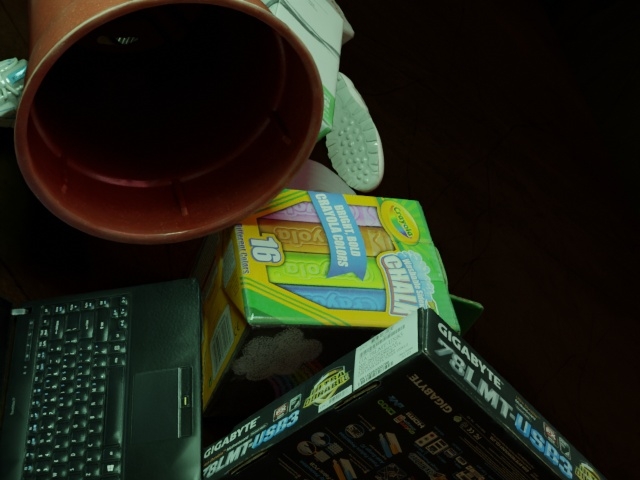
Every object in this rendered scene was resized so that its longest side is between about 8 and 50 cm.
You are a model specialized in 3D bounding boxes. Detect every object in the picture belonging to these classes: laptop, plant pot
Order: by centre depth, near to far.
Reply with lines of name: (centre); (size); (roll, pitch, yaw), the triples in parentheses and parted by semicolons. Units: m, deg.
laptop: (-0.235, 0.095, 0.850); (0.137, 0.264, 0.234); (80, 2, -47)
plant pot: (-0.163, -0.184, 1.022); (0.272, 0.272, 0.265); (29, 27, -41)

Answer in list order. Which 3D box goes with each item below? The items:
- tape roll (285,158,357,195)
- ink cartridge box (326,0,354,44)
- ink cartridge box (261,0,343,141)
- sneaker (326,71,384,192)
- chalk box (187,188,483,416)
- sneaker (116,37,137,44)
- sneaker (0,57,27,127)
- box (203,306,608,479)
tape roll: (0.000, 0.000, 1.414); (0.219, 0.072, 0.219); (38, 32, -29)
ink cartridge box: (-0.077, -0.379, 1.638); (0.197, 0.114, 0.273); (59, 18, 9)
ink cartridge box: (-0.086, -0.191, 1.338); (0.121, 0.211, 0.289); (41, 30, -23)
sneaker: (0.055, -0.173, 1.697); (0.095, 0.090, 0.235); (30, 36, -55)
chalk box: (0.024, 0.070, 1.132); (0.288, 0.180, 0.179); (4, 50, -22)
sneaker: (-0.246, -0.281, 1.388); (0.043, 0.040, 0.109); (41, 22, 10)
sneaker: (-0.323, -0.145, 1.049); (0.071, 0.083, 0.191); (54, 28, -5)
box: (0.081, 0.239, 1.024); (0.295, 0.293, 0.073); (43, 30, -21)
